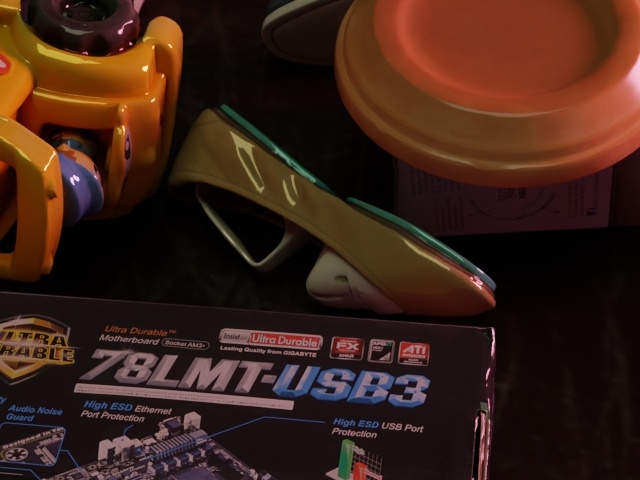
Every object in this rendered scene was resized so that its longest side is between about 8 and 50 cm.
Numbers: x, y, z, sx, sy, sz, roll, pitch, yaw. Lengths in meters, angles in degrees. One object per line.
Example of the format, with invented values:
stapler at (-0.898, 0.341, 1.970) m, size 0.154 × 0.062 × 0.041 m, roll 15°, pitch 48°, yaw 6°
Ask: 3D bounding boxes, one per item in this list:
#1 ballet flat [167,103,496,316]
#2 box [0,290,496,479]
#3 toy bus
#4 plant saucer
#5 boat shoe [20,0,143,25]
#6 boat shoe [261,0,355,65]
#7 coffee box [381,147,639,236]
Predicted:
ballet flat at (0.000, 0.000, 0.859) m, size 0.232 × 0.080 × 0.073 m, roll 34°, pitch 85°, yaw 31°
box at (-0.068, 0.162, 0.699) m, size 0.295 × 0.073 × 0.293 m, roll 4°, pitch 47°, yaw 6°
toy bus at (-0.194, -0.046, 0.811) m, size 0.220 × 0.149 × 0.211 m, roll 7°, pitch 38°, yaw -7°
plant saucer at (0.107, -0.114, 0.834) m, size 0.199 × 0.037 × 0.200 m, roll -1°, pitch 50°, yaw 1°
boat shoe at (-0.186, -0.288, 1.061) m, size 0.186 × 0.156 × 0.500 m, roll 3°, pitch 47°, yaw 7°
boat shoe at (0.077, -0.192, 0.963) m, size 0.254 × 0.095 × 0.079 m, roll -19°, pitch 64°, yaw 18°
coffee box at (0.161, -0.088, 0.900) m, size 0.246 × 0.098 × 0.141 m, roll -4°, pitch 48°, yaw -1°
